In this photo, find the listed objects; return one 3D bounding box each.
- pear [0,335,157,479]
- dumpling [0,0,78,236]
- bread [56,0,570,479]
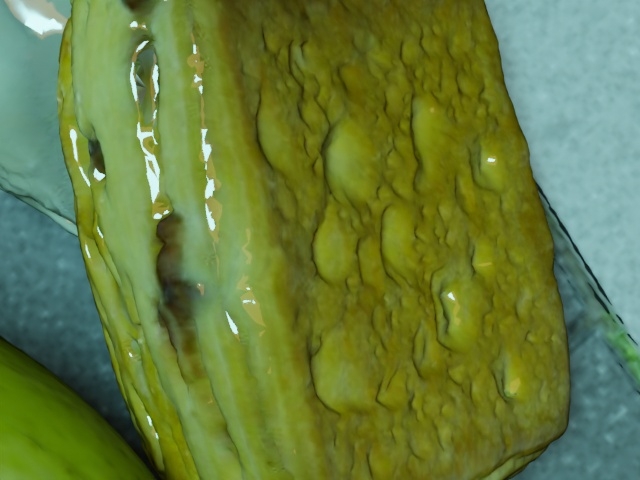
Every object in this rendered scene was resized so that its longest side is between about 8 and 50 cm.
[{"bbox_3d":[-0.208,0.178,0.440,0.418,0.362,0.362,30,87,-1],"label":"pear"},{"bbox_3d":[-0.101,-0.103,0.586,0.166,0.126,0.216,-37,68,-27],"label":"dumpling"},{"bbox_3d":[0.000,0.000,0.535,0.099,0.210,0.235,-13,91,40],"label":"bread"}]
